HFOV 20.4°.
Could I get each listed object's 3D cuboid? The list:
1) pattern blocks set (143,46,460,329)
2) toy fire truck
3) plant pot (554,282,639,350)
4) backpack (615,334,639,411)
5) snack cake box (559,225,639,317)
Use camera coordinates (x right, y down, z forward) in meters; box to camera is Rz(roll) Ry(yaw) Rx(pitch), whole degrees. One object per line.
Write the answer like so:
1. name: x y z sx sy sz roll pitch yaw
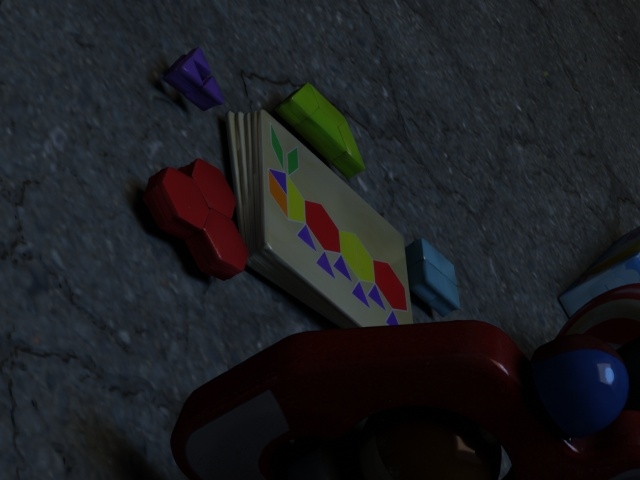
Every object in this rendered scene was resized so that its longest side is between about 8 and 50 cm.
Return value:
1. pattern blocks set: 0.000 0.000 1.227 0.325 0.026 0.285 45 28 -28
2. toy fire truck: 0.082 0.155 0.937 0.302 0.254 0.169 50 26 -20
3. plant pot: 0.281 0.136 1.426 0.174 0.191 0.191 20 45 -42
4. backpack: 0.269 0.237 1.170 0.355 0.273 0.290 17 43 -60
5. snack cake box: 0.331 0.069 1.702 0.152 0.089 0.264 59 25 0
